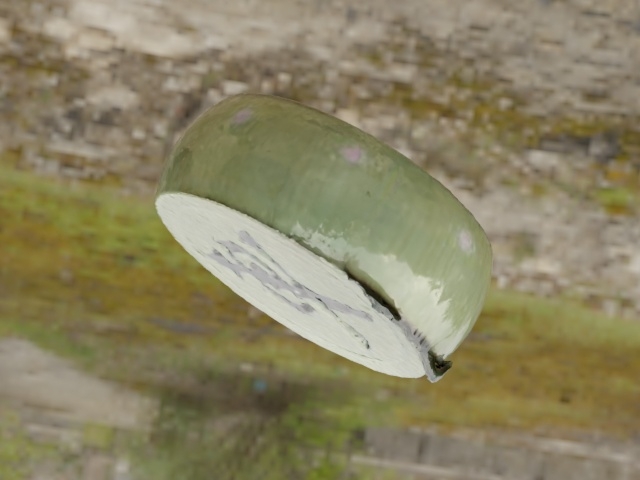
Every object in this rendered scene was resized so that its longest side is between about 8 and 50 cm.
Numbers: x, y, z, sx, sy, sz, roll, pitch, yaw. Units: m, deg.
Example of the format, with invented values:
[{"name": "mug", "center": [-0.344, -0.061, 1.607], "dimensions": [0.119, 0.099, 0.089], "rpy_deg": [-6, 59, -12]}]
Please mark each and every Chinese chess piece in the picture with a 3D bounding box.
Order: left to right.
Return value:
[{"name": "Chinese chess piece", "center": [0.000, 0.000, 0.414], "dimensions": [0.084, 0.034, 0.084], "rpy_deg": [30, 164, 9]}]
